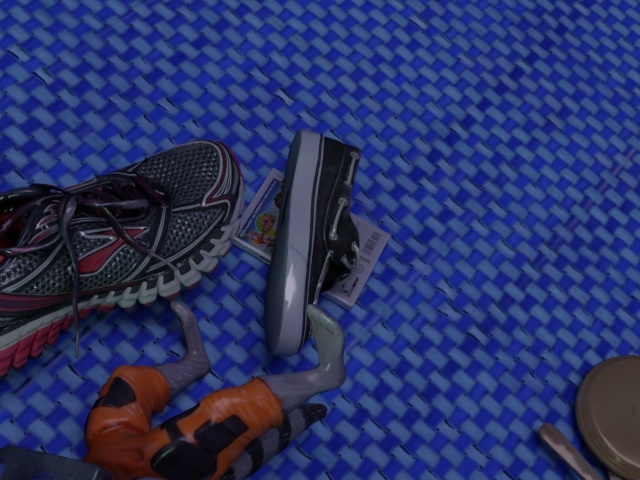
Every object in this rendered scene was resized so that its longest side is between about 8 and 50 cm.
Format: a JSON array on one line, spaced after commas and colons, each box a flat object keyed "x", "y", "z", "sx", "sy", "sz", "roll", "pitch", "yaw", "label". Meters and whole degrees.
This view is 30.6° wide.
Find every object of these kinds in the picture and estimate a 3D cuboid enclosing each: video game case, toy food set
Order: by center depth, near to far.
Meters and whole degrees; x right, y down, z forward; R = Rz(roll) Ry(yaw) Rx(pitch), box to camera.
[{"x": 0.282, "y": 0.162, "z": 1.017, "sx": 0.192, "sy": 0.038, "sz": 0.132, "roll": -32, "pitch": 68, "yaw": -26, "label": "toy food set"}, {"x": -0.009, "y": -0.002, "z": 1.024, "sx": 0.122, "sy": 0.011, "sz": 0.087, "roll": 30, "pitch": 56, "yaw": 0, "label": "video game case"}]

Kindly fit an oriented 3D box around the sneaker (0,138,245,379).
[{"x": -0.178, "y": -0.003, "z": 0.885, "sx": 0.299, "sy": 0.112, "sz": 0.121, "roll": -33, "pitch": 51, "yaw": -33, "label": "sneaker"}]

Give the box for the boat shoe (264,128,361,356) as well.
[{"x": 0.000, "y": 0.000, "z": 0.971, "sx": 0.070, "sy": 0.078, "sz": 0.219, "roll": 14, "pitch": 56, "yaw": -9, "label": "boat shoe"}]

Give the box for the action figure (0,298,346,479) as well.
[{"x": -0.096, "y": 0.191, "z": 0.764, "sx": 0.341, "sy": 0.178, "sz": 0.330, "roll": 11, "pitch": 53, "yaw": 41, "label": "action figure"}]
